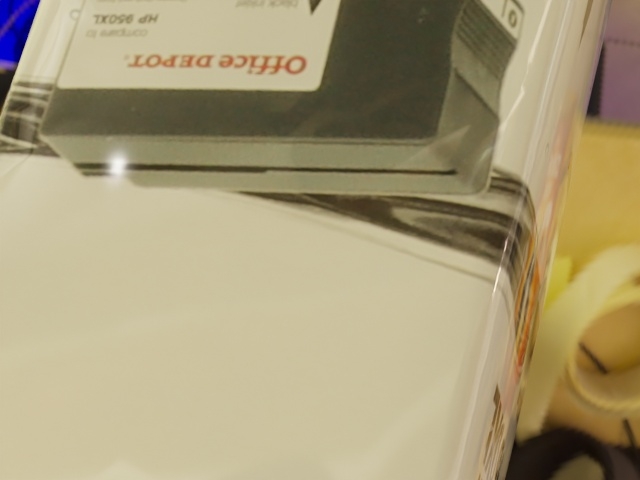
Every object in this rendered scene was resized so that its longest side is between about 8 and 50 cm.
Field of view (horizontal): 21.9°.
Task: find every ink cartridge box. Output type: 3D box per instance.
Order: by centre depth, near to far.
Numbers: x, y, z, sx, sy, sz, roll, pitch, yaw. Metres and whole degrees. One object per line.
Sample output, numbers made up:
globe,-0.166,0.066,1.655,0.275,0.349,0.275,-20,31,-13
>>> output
ink cartridge box,0.000,0.000,0.600,0.166,0.395,0.285,13,162,10
